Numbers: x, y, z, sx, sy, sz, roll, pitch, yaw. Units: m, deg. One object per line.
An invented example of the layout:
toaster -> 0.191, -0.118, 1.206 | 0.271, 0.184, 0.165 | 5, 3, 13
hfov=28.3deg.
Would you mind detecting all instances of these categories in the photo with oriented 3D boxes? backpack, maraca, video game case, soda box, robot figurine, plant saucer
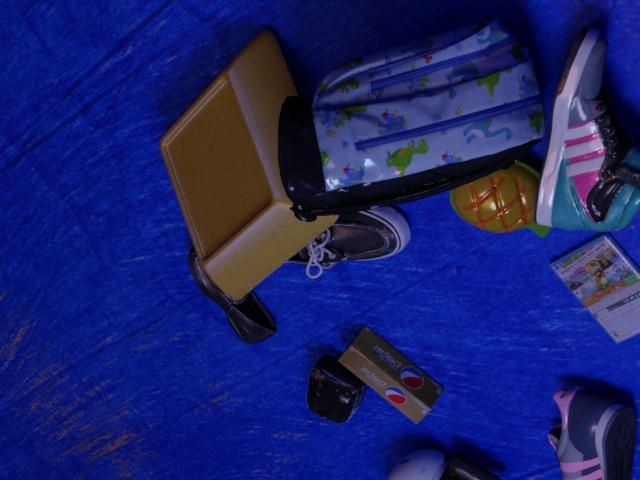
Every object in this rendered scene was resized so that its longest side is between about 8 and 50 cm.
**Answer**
backpack -> 0.129, -0.162, 1.727 | 0.355, 0.290, 0.273 | -1, 89, 5
maraca -> 0.281, -0.063, 1.865 | 0.185, 0.099, 0.127 | 13, 127, -6
video game case -> 0.440, 0.073, 1.917 | 0.166, 0.015, 0.119 | 48, 137, -7
soda box -> 0.124, 0.235, 2.230 | 0.181, 0.061, 0.058 | 38, 137, 3
backpack -> 0.032, 0.269, 2.304 | 0.105, 0.084, 0.114 | 26, 129, 16
robot figurine -> 0.241, 0.494, 2.280 | 0.278, 0.209, 0.173 | 33, 178, 7
plant saucer -> -0.138, -0.112, 2.012 | 0.333, 0.081, 0.333 | -39, 66, 47

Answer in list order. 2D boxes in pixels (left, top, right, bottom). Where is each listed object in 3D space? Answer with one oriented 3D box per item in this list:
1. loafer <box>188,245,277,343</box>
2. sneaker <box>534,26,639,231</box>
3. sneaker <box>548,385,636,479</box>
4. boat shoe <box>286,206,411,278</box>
loafer -> -0.157, 0.093, 2.308 | 0.078, 0.076, 0.223 | -18, 116, 37
sneaker -> 0.398, -0.132, 1.709 | 0.178, 0.124, 0.295 | 15, 124, 17
sneaker -> 0.439, 0.367, 2.104 | 0.131, 0.112, 0.319 | 30, 135, 36
boat shoe -> -0.001, -0.004, 2.097 | 0.306, 0.105, 0.113 | 7, 127, 31
